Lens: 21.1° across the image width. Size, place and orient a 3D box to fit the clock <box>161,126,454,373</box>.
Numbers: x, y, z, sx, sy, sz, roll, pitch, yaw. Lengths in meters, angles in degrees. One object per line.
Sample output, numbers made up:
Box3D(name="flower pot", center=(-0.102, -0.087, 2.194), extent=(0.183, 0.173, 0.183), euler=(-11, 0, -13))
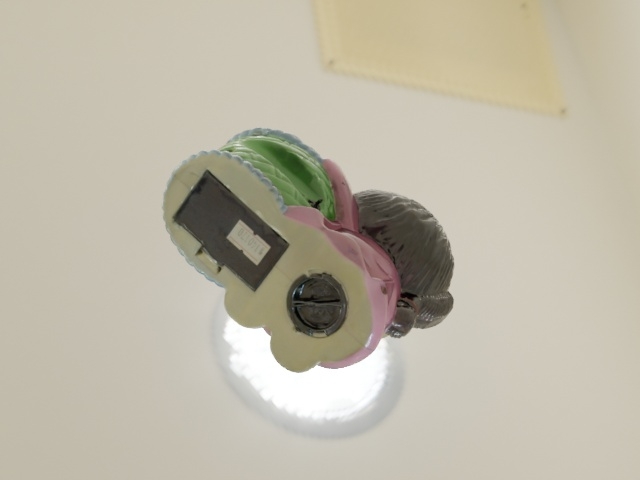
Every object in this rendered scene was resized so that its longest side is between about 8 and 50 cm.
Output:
Box3D(name="clock", center=(0.000, 0.000, 1.219), extent=(0.194, 0.100, 0.195), euler=(44, -159, 14))
